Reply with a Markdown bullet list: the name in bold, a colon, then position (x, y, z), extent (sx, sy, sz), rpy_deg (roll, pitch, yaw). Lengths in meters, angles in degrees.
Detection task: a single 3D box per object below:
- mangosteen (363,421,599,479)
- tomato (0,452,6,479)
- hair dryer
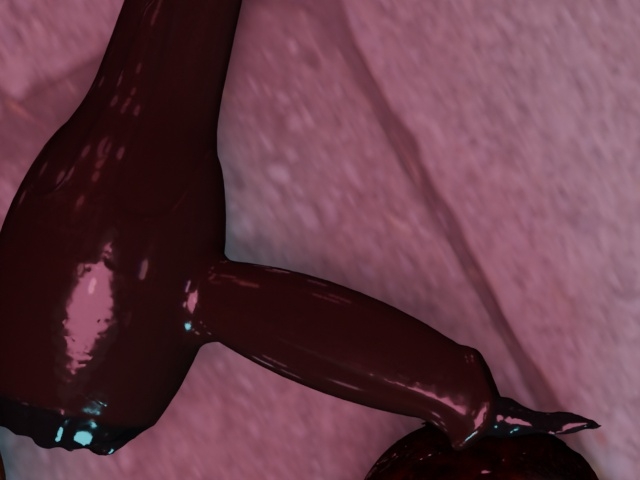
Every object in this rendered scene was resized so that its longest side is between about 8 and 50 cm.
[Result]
- **mangosteen**: position (0.080, 0.186, 0.866), extent (0.166, 0.166, 0.180), rpy_deg (45, 118, -2)
- **tomato**: position (-0.261, 0.175, 0.860), extent (0.200, 0.139, 0.233), rpy_deg (-1, 52, 15)
- **hair dryer**: position (0.000, 0.000, 0.839), extent (0.340, 0.123, 0.313), rpy_deg (19, 86, 16)
